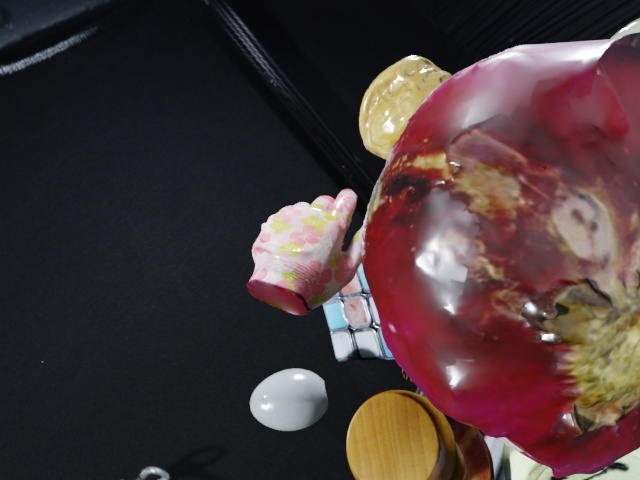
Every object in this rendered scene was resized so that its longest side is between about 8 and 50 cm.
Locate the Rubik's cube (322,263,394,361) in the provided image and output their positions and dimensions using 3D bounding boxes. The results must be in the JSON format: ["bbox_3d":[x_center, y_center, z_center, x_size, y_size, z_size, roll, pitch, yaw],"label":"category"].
[{"bbox_3d":[0.246,0.211,1.584,0.362,0.359,0.362,-9,-97,-40],"label":"Rubik's cube"}]

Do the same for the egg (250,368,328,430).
[{"bbox_3d":[-0.095,0.478,1.330,0.232,0.176,0.175,-13,-98,1],"label":"egg"}]

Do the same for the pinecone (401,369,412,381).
[{"bbox_3d":[0.290,0.399,1.354,0.077,0.083,0.077,-13,-70,-38],"label":"pinecone"}]

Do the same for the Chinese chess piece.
[{"bbox_3d":[0.439,0.383,0.742,0.250,0.250,0.101,47,-162,-13],"label":"Chinese chess piece"}]

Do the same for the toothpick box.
[{"bbox_3d":[0.159,0.343,0.704,0.294,0.192,0.192,48,-128,-47],"label":"toothpick box"}]

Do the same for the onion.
[{"bbox_3d":[0.217,0.006,0.508,0.399,0.420,0.397,-1,-85,-9],"label":"onion"}]

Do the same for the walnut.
[{"bbox_3d":[0.211,-0.309,1.080,0.257,0.257,0.224,18,-151,-27],"label":"walnut"}]

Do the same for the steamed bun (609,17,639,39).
[{"bbox_3d":[0.514,-0.172,0.650,0.310,0.324,0.219,-22,-121,-22],"label":"steamed bun"}]

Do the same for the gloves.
[{"bbox_3d":[-0.005,-0.008,0.653,0.126,0.145,0.241,59,-135,-42],"label":"gloves"}]
